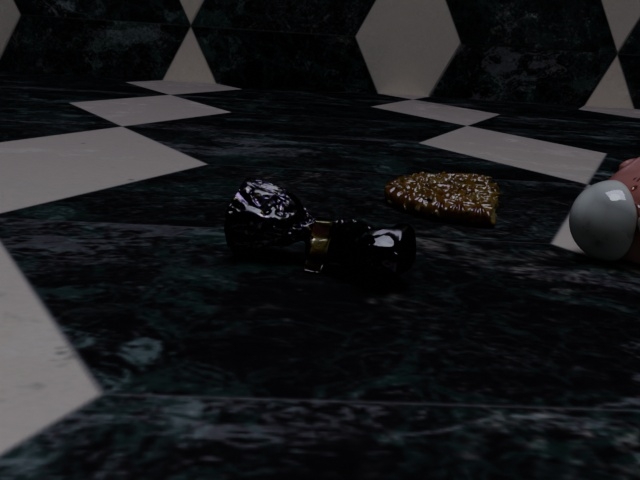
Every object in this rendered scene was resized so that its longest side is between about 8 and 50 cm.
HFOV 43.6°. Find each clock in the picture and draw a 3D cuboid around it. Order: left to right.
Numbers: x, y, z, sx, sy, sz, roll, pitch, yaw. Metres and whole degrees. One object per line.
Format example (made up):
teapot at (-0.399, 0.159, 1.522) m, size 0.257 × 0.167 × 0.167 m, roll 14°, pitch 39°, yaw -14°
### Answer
clock at (0.307, -0.024, 0.679) m, size 0.165 × 0.093 × 0.162 m, roll 13°, pitch 20°, yaw 28°

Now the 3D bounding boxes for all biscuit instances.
biscuit at (0.132, -0.053, 0.866) m, size 0.125 × 0.025 × 0.206 m, roll 5°, pitch 14°, yaw 7°

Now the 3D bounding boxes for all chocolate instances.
chocolate at (0.001, 0.000, 0.595) m, size 0.147 × 0.070 × 0.072 m, roll 23°, pitch 11°, yaw 25°
